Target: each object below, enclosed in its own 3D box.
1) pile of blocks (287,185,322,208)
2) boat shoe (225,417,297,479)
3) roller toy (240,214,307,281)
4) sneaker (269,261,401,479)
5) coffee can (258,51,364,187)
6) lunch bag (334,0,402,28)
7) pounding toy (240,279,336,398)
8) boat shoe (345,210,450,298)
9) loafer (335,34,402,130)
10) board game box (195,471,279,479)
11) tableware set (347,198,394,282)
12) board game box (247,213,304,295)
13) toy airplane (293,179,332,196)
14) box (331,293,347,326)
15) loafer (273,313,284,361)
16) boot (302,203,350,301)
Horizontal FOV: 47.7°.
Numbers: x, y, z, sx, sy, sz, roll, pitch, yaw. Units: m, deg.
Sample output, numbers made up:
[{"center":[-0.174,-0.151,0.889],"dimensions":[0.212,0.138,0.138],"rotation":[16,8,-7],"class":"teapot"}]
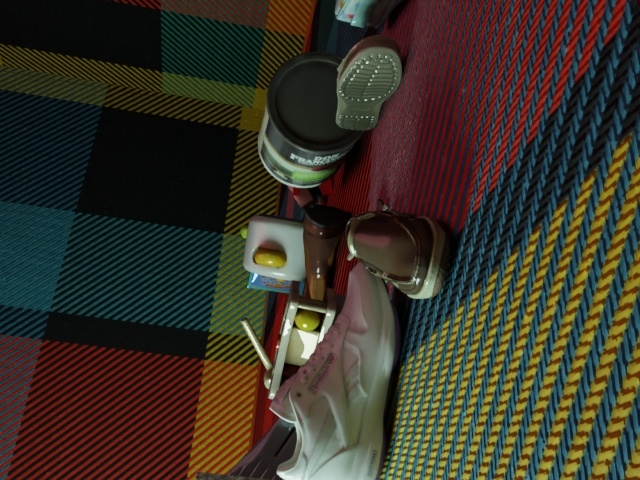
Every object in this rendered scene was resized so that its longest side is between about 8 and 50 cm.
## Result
[{"center":[-0.025,-0.206,1.971],"dimensions":[0.112,0.149,0.362],"rotation":[-34,36,14],"class":"pile of blocks"},{"center":[-0.116,0.489,1.578],"dimensions":[0.302,0.109,0.094],"rotation":[-50,-6,7],"class":"boat shoe"},{"center":[-0.080,0.025,1.686],"dimensions":[0.209,0.191,0.146],"rotation":[-166,85,-66],"class":"roller toy"},{"center":[0.019,0.172,0.931],"dimensions":[0.114,0.152,0.305],"rotation":[121,157,-77],"class":"sneaker"},{"center":[-0.021,-0.238,1.490],"dimensions":[0.275,0.201,0.201],"rotation":[131,147,-77],"class":"coffee can"},{"center":[0.099,-0.489,1.230],"dimensions":[0.279,0.108,0.224],"rotation":[166,109,-83],"class":"lunch bag"},{"center":[-0.072,0.192,1.274],"dimensions":[0.154,0.155,0.269],"rotation":[-84,7,-54],"class":"pounding toy"},{"center":[0.078,0.011,0.867],"dimensions":[0.257,0.095,0.095],"rotation":[-143,61,-81],"class":"boat shoe"},{"center":[0.071,-0.275,1.220],"dimensions":[0.268,0.102,0.092],"rotation":[120,151,-72],"class":"loafer"},{"center":[-0.155,0.605,1.449],"dimensions":[0.141,0.232,0.291],"rotation":[-89,11,-45],"class":"board game box"},{"center":[0.076,0.009,1.100],"dimensions":[0.194,0.039,0.128],"rotation":[-115,34,-76],"class":"tableware set"},{"center":[-0.110,0.040,2.020],"dimensions":[0.047,0.160,0.210],"rotation":[-103,23,-71],"class":"board game box"},{"center":[-0.021,-0.161,1.794],"dimensions":[0.151,0.028,0.151],"rotation":[-19,57,34],"class":"toy airplane"},{"center":[0.013,0.213,1.360],"dimensions":[0.186,0.038,0.145],"rotation":[107,169,-45],"class":"box"},{"center":[-0.063,0.254,1.556],"dimensions":[0.080,0.078,0.220],"rotation":[-131,34,-78],"class":"loafer"},{"center":[-0.010,0.071,1.489],"dimensions":[0.264,0.096,0.280],"rotation":[-148,64,-79],"class":"boot"}]
